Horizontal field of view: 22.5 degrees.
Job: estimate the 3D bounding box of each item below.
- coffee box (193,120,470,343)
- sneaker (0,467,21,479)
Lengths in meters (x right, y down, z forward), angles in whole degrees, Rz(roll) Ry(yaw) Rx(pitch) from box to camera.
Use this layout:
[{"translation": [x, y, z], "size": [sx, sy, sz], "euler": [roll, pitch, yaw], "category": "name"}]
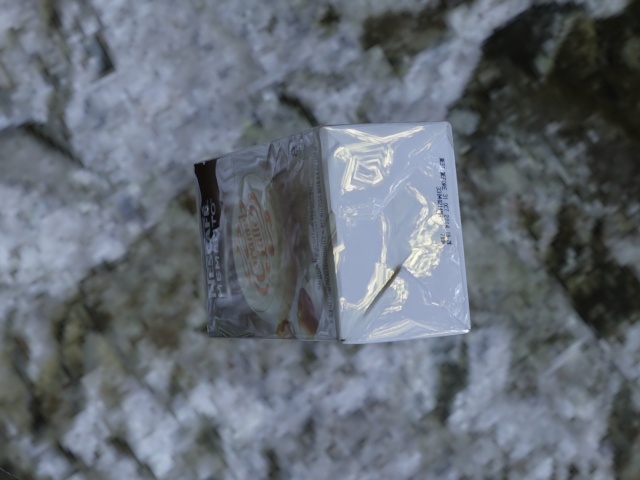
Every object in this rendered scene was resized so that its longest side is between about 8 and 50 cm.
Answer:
[{"translation": [0.000, 0.000, 1.124], "size": [0.246, 0.098, 0.141], "euler": [171, -86, -67], "category": "coffee box"}, {"translation": [-0.203, 0.178, 0.838], "size": [0.227, 0.130, 0.087], "euler": [18, -58, 28], "category": "sneaker"}]
